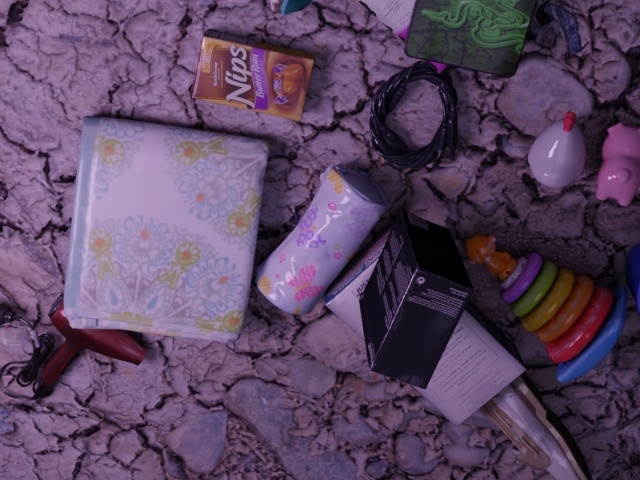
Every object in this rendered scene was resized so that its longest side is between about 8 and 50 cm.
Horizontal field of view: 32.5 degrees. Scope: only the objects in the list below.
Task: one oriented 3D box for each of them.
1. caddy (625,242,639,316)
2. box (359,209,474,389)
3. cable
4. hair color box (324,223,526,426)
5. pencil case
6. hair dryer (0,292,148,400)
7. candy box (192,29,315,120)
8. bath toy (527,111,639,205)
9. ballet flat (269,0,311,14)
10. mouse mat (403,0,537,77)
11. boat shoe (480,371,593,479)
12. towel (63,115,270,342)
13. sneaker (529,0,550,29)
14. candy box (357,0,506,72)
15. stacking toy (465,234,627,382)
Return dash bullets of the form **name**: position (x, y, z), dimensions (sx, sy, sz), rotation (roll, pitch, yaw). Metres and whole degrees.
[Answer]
- **caddy**: position (0.690, 0.111, 1.916), dimensions (0.241, 0.179, 0.341), rotation (-34, 109, 14)
- **box**: position (0.146, 0.088, 1.746), dimensions (0.103, 0.261, 0.184), rotation (22, 109, -10)
- **cable**: position (0.157, -0.214, 1.854), dimensions (0.151, 0.047, 0.184), rotation (-2, 115, 6)
- **hair color box**: position (0.187, 0.154, 1.968), dimensions (0.174, 0.105, 0.347), rotation (-42, 107, 13)
- **pencil case**: position (0.000, 0.000, 1.900), dimensions (0.124, 0.113, 0.273), rotation (30, 110, -14)
- **hair dryer**: position (-0.462, 0.191, 2.013), dimensions (0.294, 0.080, 0.223), rotation (1, 127, 6)
- **candy box**: position (-0.111, -0.273, 1.819), dimensions (0.187, 0.053, 0.109), rotation (12, 113, -4)
- **bath toy**: position (0.527, -0.134, 1.835), dimensions (0.348, 0.151, 0.129), rotation (13, 124, 4)
- **ballet flat**: position (0.022, -0.542, 1.679), dimensions (0.147, 0.147, 0.409), rotation (32, 112, -13)
- **mouse mat**: position (0.239, -0.347, 1.739), dimensions (0.190, 0.007, 0.152), rotation (10, 112, -7)
- **boat shoe**: position (0.407, 0.373, 2.066), dimensions (0.103, 0.113, 0.302), rotation (-33, 98, 14)
- **towel**: position (-0.270, -0.012, 1.889), dimensions (0.321, 0.090, 0.374), rotation (7, 102, -7)
- **sneaker**: position (0.339, -0.414, 1.759), dimensions (0.075, 0.063, 0.170), rotation (-5, 117, 2)
- **candy box**: position (0.157, -0.406, 1.754), dimensions (0.233, 0.071, 0.159), rotation (39, 107, -16)
- **stacking toy**: position (0.378, 0.088, 1.934), dimensions (0.302, 0.165, 0.175), rotation (36, 120, -2)
